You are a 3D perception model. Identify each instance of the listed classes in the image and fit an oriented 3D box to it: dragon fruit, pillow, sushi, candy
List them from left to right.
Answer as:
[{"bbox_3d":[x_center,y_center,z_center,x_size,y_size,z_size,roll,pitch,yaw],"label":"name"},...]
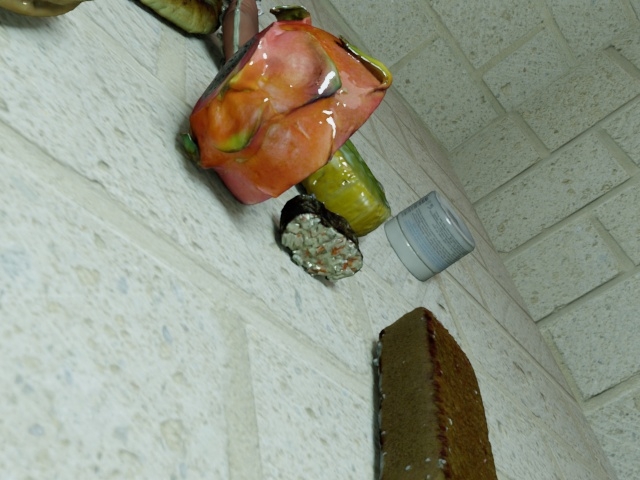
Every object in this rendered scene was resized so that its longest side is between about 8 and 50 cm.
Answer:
[{"bbox_3d":[-0.157,-0.381,1.250,0.179,0.075,0.171,-92,-174,-55],"label":"pillow"},{"bbox_3d":[-0.066,-0.189,0.917,0.189,0.291,0.290,45,20,-15],"label":"dragon fruit"},{"bbox_3d":[0.000,0.000,1.019,0.150,0.090,0.078,41,20,-33],"label":"sushi"},{"bbox_3d":[0.036,-0.123,1.291,0.260,0.118,0.260,52,14,-18],"label":"candy"}]

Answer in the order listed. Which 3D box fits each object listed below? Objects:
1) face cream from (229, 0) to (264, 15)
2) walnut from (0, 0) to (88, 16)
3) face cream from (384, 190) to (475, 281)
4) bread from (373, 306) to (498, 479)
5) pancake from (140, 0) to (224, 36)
[{"bbox_3d":[-0.221,-0.641,1.604,0.229,0.075,0.075,52,19,-9],"label":"face cream"},{"bbox_3d":[-0.311,-0.339,0.685,0.245,0.198,0.198,14,44,-62],"label":"walnut"},{"bbox_3d":[0.266,-0.012,1.591,0.177,0.153,0.177,48,19,-22],"label":"face cream"},{"bbox_3d":[0.157,0.270,0.905,0.165,0.113,0.416,48,21,-17],"label":"bread"},{"bbox_3d":[-0.291,-0.502,1.208,0.304,0.067,0.427,59,20,16],"label":"pancake"}]
